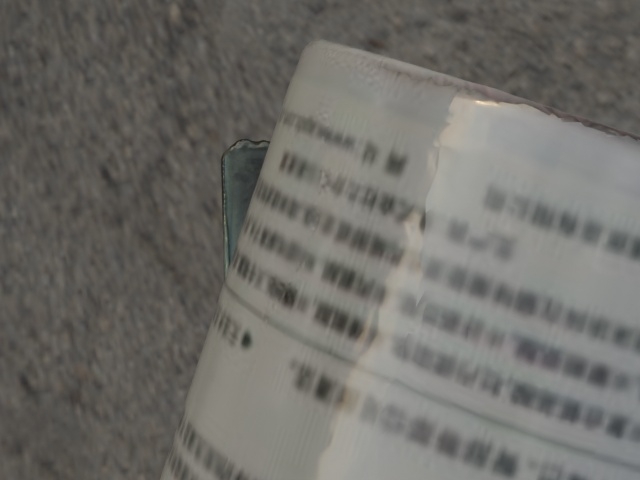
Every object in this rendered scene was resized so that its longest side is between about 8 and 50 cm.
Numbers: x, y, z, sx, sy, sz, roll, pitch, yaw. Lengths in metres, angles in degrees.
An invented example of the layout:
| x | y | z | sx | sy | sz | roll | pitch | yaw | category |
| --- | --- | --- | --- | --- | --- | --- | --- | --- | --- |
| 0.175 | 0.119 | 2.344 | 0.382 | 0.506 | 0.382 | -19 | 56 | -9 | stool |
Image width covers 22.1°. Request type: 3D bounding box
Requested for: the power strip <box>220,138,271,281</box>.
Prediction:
| x | y | z | sx | sy | sz | roll | pitch | yaw | category |
| --- | --- | --- | --- | --- | --- | --- | --- | --- | --- |
| 0.000 | 0.000 | 1.656 | 0.198 | 0.064 | 0.213 | -1 | 88 | -3 | power strip |

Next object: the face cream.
| x | y | z | sx | sy | sz | roll | pitch | yaw | category |
| --- | --- | --- | --- | --- | --- | --- | --- | --- | --- |
| 0.007 | 0.148 | 0.398 | 0.145 | 0.145 | 0.369 | 16 | 97 | -20 | face cream |
